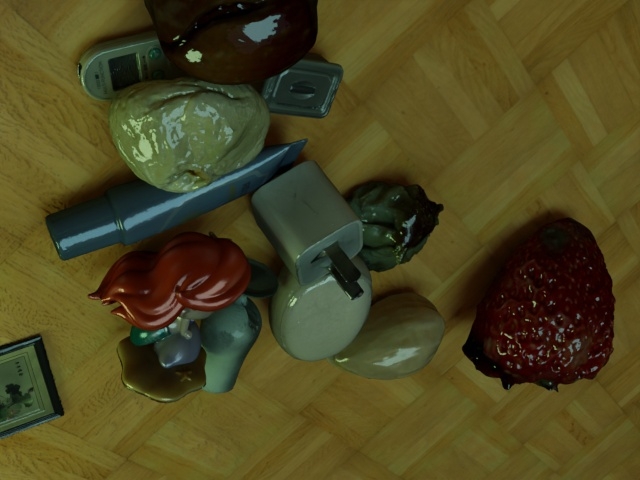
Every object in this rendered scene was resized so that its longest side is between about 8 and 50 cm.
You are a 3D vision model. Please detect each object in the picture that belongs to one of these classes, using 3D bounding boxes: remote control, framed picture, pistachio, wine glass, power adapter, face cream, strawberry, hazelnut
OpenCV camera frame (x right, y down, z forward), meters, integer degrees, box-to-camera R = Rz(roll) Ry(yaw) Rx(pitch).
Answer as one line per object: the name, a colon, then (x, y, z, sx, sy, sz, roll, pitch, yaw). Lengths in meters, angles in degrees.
remote control: (-0.214, -0.244, 1.253, 0.221, 0.042, 0.078, -18, 134, -19)
framed picture: (-0.518, 0.248, 1.491, 0.199, 0.010, 0.195, -19, 134, -20)
pistachio: (0.124, 0.186, 1.770, 0.229, 0.157, 0.157, -17, 133, -13)
wine glass: (-0.152, 0.147, 1.582, 0.103, 0.103, 0.231, -2, 129, -32)
power adapter: (0.000, 0.000, 1.458, 0.125, 0.205, 0.130, -32, 158, -12)
face cream: (-0.204, -0.066, 1.376, 0.385, 0.086, 0.135, -21, 170, -19)
strawberry: (0.459, 0.144, 1.859, 0.292, 0.292, 0.310, 8, 127, -38)
hazelnut: (-0.107, -0.299, 1.153, 0.218, 0.234, 0.218, -8, 155, -4)

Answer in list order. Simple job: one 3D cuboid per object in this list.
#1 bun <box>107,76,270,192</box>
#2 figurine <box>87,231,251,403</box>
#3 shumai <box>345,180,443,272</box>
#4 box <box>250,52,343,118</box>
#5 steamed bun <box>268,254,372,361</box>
bun: (-0.170, -0.137, 1.247, 0.220, 0.134, 0.220, -7, 170, -1)
figurine: (-0.232, 0.100, 1.433, 0.181, 0.208, 0.257, -42, 155, -55)
shumai: (0.131, -0.008, 1.608, 0.184, 0.142, 0.184, -16, 130, -20)
box: (-0.038, -0.231, 1.363, 0.122, 0.062, 0.089, 1, 125, -35)
steamed bun: (-0.007, 0.099, 1.613, 0.177, 0.131, 0.228, -9, 133, -20)
